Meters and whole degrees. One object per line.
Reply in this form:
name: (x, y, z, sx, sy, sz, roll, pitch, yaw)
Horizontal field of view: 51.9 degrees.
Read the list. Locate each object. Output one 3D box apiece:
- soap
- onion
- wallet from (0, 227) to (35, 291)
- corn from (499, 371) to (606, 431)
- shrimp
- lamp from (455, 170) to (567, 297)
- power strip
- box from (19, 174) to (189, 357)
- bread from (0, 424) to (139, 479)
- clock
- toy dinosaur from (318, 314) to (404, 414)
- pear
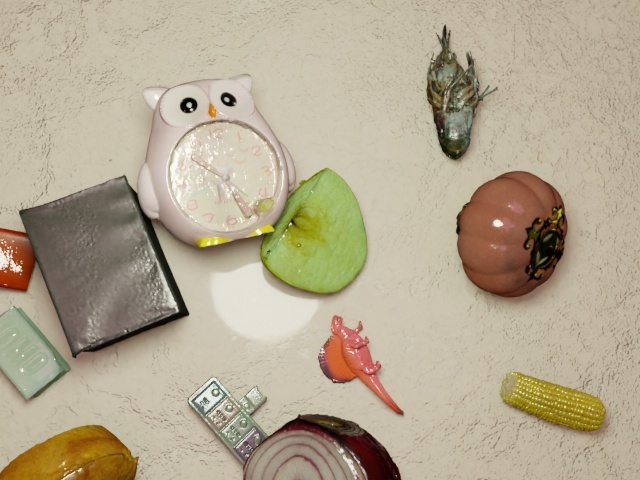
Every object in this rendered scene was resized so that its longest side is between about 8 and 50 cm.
soap: (-0.694, 0.263, 1.535, 0.114, 0.063, 0.198, -42, 85, -12)
onion: (0.019, 0.522, 1.440, 0.337, 0.260, 0.282, -3, 82, 28)
wallet: (-0.779, 0.034, 1.538, 0.204, 0.045, 0.142, 13, 74, -30)
corn: (0.560, 0.391, 1.585, 0.244, 0.093, 0.093, 17, 79, 1)
shrimp: (0.359, -0.391, 1.688, 0.172, 0.137, 0.372, 0, 88, 5)
lamp: (0.445, -0.018, 1.578, 0.305, 0.240, 0.305, -13, 111, -36)
power strip: (-0.192, 0.409, 1.552, 0.145, 0.061, 0.215, -41, 85, -17)
box: (-0.486, 0.065, 1.515, 0.251, 0.204, 0.345, -22, 82, -8)
bread: (-0.547, 0.530, 1.394, 0.312, 0.312, 0.172, -39, 68, -10)
clock: (-0.251, -0.182, 1.535, 0.368, 0.250, 0.376, -13, 93, -18)
toy dinosaur: (0.079, 0.318, 1.587, 0.139, 0.070, 0.286, -26, 85, 2)
pear: (-0.003, 0.003, 1.604, 0.239, 0.139, 0.288, 37, 72, -18)
